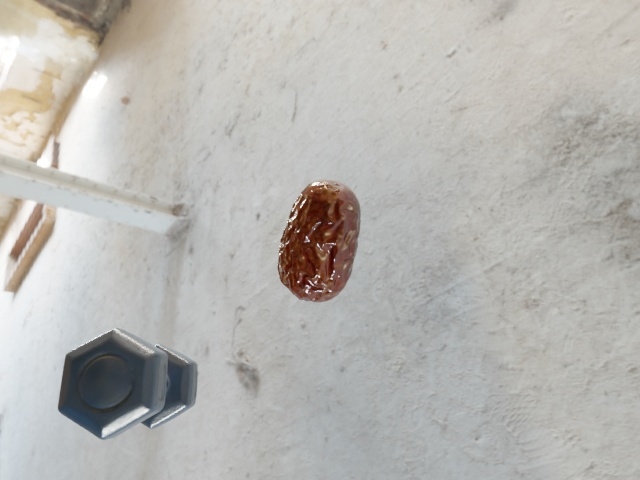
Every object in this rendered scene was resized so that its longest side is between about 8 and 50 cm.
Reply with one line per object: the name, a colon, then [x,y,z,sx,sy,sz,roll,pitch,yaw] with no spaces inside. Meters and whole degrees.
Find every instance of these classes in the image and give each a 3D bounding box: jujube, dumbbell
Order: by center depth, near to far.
jujube: [0.000,0.000,0.706,0.113,0.109,0.176,18,109,12]
dumbbell: [-0.310,0.246,0.848,0.144,0.160,0.324,57,168,14]
